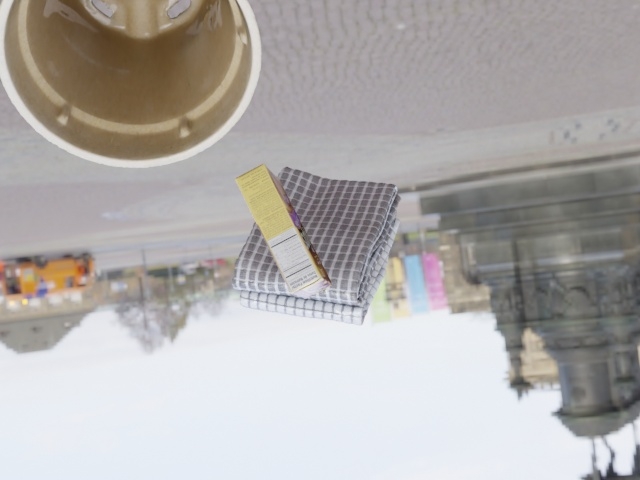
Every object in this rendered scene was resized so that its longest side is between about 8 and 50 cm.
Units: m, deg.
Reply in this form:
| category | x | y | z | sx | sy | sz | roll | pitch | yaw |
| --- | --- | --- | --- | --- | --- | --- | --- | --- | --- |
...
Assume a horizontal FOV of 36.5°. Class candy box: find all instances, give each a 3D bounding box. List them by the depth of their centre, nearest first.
| category | x | y | z | sx | sy | sz | roll | pitch | yaw |
| --- | --- | --- | --- | --- | --- | --- | --- | --- | --- |
| candy box | -0.051 | -0.011 | 1.405 | 0.053 | 0.187 | 0.109 | -26 | 170 | 5 |

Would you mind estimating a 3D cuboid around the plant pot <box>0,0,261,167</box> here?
| category | x | y | z | sx | sy | sz | roll | pitch | yaw |
| --- | --- | --- | --- | --- | --- | --- | --- | --- | --- |
| plant pot | -0.259 | -0.321 | 1.355 | 0.333 | 0.334 | 0.305 | -7 | -144 | -3 |

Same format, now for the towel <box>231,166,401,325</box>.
| category | x | y | z | sx | sy | sz | roll | pitch | yaw |
| --- | --- | --- | --- | --- | --- | --- | --- | --- | --- |
| towel | 0.000 | 0.000 | 1.678 | 0.235 | 0.121 | 0.284 | 4 | -132 | 21 |
